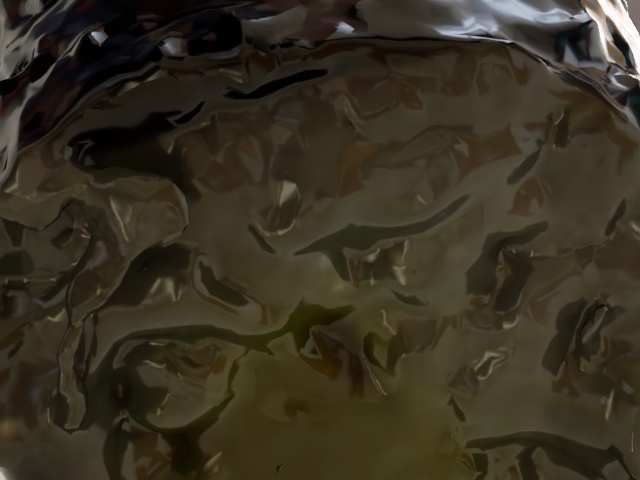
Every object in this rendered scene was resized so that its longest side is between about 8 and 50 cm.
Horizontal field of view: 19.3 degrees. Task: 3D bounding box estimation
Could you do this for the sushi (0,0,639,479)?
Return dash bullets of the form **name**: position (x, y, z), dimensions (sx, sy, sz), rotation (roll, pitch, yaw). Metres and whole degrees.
- **sushi**: position (0.001, 0.001, 0.711), dimensions (0.281, 0.299, 0.294), rotation (-21, -153, 9)
